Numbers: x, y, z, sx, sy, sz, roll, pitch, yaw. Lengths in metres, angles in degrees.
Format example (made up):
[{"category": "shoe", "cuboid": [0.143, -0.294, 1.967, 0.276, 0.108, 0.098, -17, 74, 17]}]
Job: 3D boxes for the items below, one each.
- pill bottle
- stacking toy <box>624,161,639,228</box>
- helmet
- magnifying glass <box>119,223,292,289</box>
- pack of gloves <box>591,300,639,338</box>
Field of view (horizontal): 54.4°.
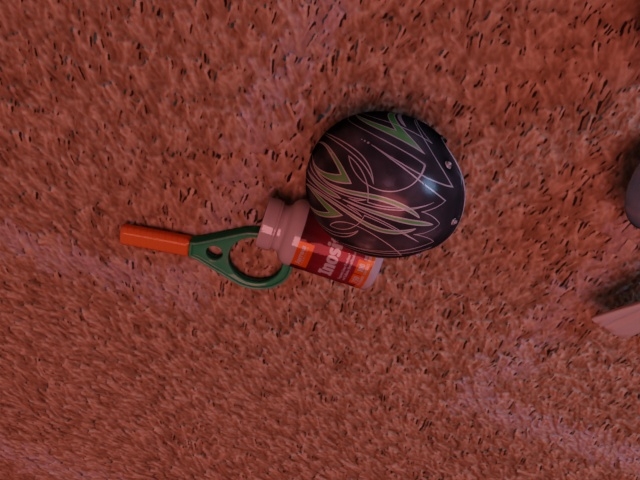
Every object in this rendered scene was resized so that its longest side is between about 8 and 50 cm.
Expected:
[{"category": "pill bottle", "cuboid": [0.000, 0.000, 0.770, 0.151, 0.086, 0.086, 18, 122, -6]}, {"category": "stacking toy", "cuboid": [0.455, -0.145, 0.658, 0.279, 0.130, 0.309, -17, 125, -15]}, {"category": "helmet", "cuboid": [0.068, -0.060, 0.677, 0.169, 0.162, 0.170, 2, 118, 4]}, {"category": "magnifying glass", "cuboid": [-0.150, 0.013, 0.828, 0.230, 0.026, 0.092, 12, 122, -1]}, {"category": "pack of gloves", "cuboid": [0.492, 0.077, 0.775, 0.195, 0.046, 0.232, 26, 140, -32]}]
